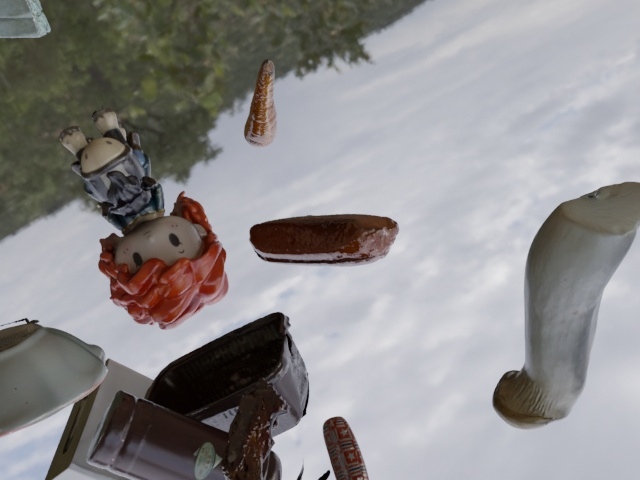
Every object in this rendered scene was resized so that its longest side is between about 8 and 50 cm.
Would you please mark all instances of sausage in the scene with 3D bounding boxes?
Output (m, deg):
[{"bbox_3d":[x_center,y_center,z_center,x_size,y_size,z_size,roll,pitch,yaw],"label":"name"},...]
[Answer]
[{"bbox_3d":[0.000,0.000,1.572,0.330,0.102,0.102,-2,-150,46],"label":"sausage"}]

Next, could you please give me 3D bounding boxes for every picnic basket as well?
[{"bbox_3d":[-0.152,0.264,1.507,0.297,0.129,0.222,-26,-154,15],"label":"picnic basket"}]

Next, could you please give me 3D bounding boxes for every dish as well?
[{"bbox_3d":[-0.359,0.146,1.007,0.230,0.081,0.229,-15,-165,4],"label":"dish"}]

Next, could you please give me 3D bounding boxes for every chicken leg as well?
[{"bbox_3d":[-0.084,0.259,1.096,0.090,0.048,0.219,-27,-146,29],"label":"chicken leg"}]

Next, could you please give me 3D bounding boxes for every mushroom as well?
[{"bbox_3d":[0.308,0.089,1.084,0.159,0.328,0.122,-1,-153,-26],"label":"mushroom"}]

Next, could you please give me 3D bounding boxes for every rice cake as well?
[{"bbox_3d":[-0.592,-0.412,1.563,0.211,0.124,0.038,-2,-149,21],"label":"rice cake"}]

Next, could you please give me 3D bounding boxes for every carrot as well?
[{"bbox_3d":[-0.098,-0.236,1.564,0.061,0.061,0.256,-35,167,-21],"label":"carrot"}]

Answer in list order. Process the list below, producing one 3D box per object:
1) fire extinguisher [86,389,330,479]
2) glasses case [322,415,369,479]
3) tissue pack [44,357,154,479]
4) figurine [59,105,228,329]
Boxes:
[{"bbox_3d":[-0.162,0.328,1.308,0.135,0.337,0.114,-59,-164,19],"label":"fire extinguisher"},{"bbox_3d":[0.057,0.430,1.692,0.049,0.194,0.073,-6,156,-30],"label":"glasses case"},{"bbox_3d":[-0.438,0.395,1.807,0.159,0.136,0.246,-39,-151,45],"label":"tissue pack"},{"bbox_3d":[-0.332,-0.044,1.625,0.241,0.411,0.306,-31,-158,-22],"label":"figurine"}]
